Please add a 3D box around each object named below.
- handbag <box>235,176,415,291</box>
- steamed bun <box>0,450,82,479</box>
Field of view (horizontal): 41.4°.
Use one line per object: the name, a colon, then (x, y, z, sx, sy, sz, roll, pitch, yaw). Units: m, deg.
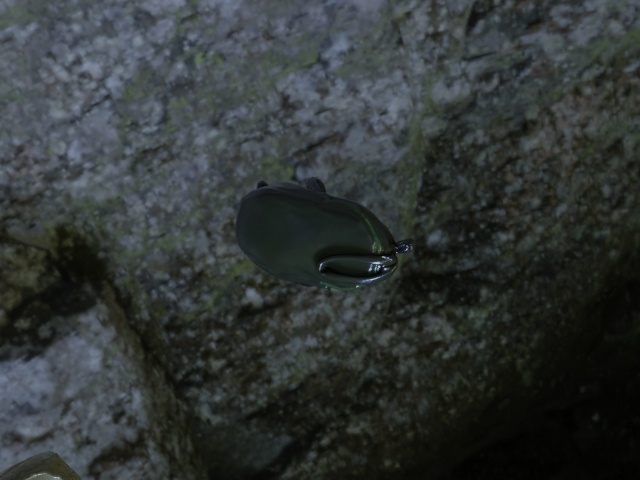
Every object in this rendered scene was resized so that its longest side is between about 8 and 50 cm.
handbag: (0.000, 0.000, 0.517, 0.111, 0.072, 0.047, 13, -162, 23)
steamed bun: (-0.268, 0.293, 0.679, 0.212, 0.231, 0.110, -12, -175, -17)
